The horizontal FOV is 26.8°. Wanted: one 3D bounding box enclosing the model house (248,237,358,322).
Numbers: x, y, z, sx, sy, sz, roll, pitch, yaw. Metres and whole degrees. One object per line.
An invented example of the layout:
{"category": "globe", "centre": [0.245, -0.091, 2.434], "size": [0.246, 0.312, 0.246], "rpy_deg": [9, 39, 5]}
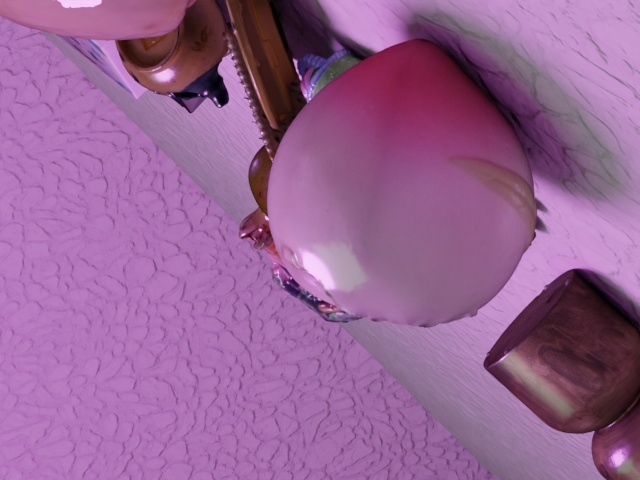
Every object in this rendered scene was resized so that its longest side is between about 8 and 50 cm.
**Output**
{"category": "model house", "centre": [0.000, 0.000, 2.424], "size": [0.237, 0.202, 0.237], "rpy_deg": [35, 170, 39]}

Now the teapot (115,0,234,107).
{"category": "teapot", "centre": [-0.211, -0.317, 2.008], "size": [0.182, 0.173, 0.269], "rpy_deg": [-5, -114, -59]}

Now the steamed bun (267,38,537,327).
{"category": "steamed bun", "centre": [0.094, -0.078, 1.465], "size": [0.309, 0.309, 0.309], "rpy_deg": [41, 172, 7]}

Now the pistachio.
{"category": "pistachio", "centre": [-0.313, -0.405, 1.643], "size": [0.445, 0.281, 0.365], "rpy_deg": [14, 145, 44]}

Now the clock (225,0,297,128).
{"category": "clock", "centre": [-0.072, -0.259, 1.727], "size": [0.237, 0.057, 0.237], "rpy_deg": [-18, -90, -85]}

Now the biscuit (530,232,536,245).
{"category": "biscuit", "centre": [0.216, -0.063, 1.687], "size": [0.138, 0.031, 0.205], "rpy_deg": [34, 168, 48]}

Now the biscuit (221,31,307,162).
{"category": "biscuit", "centre": [-0.055, -0.185, 1.851], "size": [0.139, 0.016, 0.231], "rpy_deg": [15, -135, -45]}

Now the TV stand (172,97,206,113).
{"category": "TV stand", "centre": [-0.275, -0.336, 2.400], "size": [0.088, 0.083, 0.269], "rpy_deg": [37, 171, 27]}

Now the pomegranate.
{"category": "pomegranate", "centre": [-0.052, -0.088, 2.238], "size": [0.210, 0.179, 0.179], "rpy_deg": [-16, 136, 26]}

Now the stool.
{"category": "stool", "centre": [0.368, 0.188, 1.773], "size": [0.264, 0.179, 0.179], "rpy_deg": [43, 172, -1]}

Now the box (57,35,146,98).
{"category": "box", "centre": [-0.435, -0.422, 2.562], "size": [0.274, 0.116, 0.203], "rpy_deg": [38, 172, 24]}

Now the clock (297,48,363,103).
{"category": "clock", "centre": [0.049, -0.162, 1.731], "size": [0.195, 0.100, 0.194], "rpy_deg": [31, 161, 53]}
